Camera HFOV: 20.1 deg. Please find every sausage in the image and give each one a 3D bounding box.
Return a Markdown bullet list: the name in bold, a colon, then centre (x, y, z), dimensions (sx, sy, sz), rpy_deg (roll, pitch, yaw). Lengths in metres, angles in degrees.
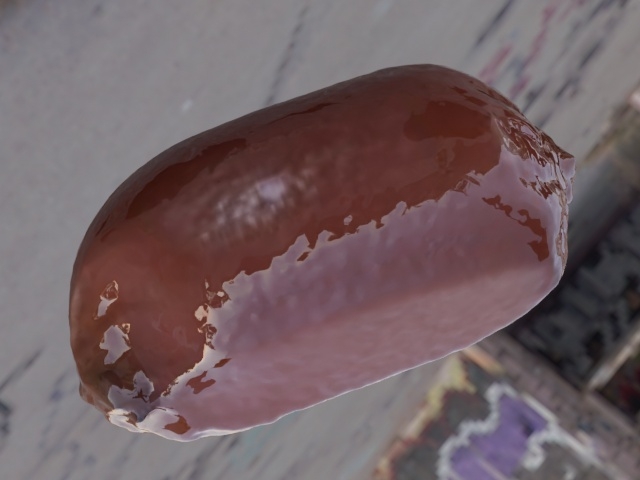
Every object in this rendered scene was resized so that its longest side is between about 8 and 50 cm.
- **sausage**: centre (0.000, 0.000, 0.848), dimensions (0.254, 0.148, 0.148), rpy_deg (-15, 172, 0)
